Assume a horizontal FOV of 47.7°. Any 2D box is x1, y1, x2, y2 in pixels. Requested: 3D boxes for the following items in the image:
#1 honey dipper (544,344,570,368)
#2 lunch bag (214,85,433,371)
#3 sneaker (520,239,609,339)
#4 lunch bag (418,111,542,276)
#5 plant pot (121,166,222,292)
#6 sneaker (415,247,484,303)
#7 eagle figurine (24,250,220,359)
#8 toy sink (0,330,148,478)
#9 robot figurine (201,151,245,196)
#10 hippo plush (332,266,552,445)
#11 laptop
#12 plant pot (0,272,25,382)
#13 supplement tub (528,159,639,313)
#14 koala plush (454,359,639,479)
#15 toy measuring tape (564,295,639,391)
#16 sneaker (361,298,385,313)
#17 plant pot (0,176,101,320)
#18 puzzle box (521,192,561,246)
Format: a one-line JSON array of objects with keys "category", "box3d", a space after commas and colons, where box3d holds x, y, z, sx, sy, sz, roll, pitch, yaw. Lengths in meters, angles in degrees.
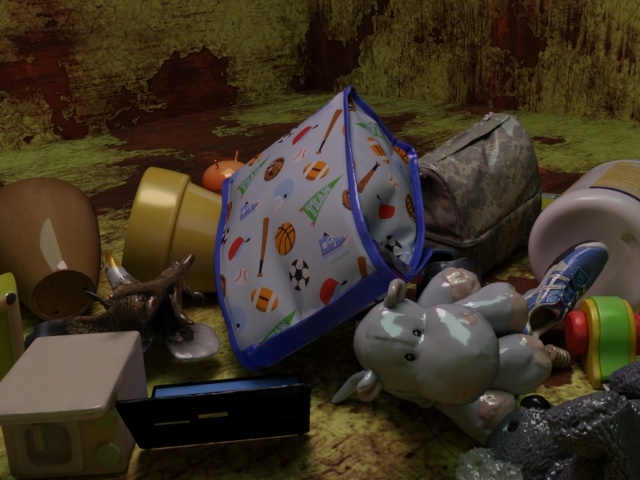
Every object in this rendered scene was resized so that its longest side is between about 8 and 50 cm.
[{"category": "honey dipper", "box3d": [0.318, 0.160, 1.093, 0.160, 0.030, 0.030, 24, 5, -32]}, {"category": "lunch bag", "box3d": [0.000, 0.000, 1.194, 0.328, 0.239, 0.385, -35, 34, 29]}, {"category": "sneaker", "box3d": [0.401, 0.090, 1.196, 0.080, 0.211, 0.081, 37, 13, -15]}, {"category": "lunch bag", "box3d": [0.313, -0.103, 1.513, 0.305, 0.256, 0.212, -31, 38, -30]}, {"category": "plant pot", "box3d": [-0.246, 0.002, 1.432, 0.239, 0.254, 0.254, 12, 20, -5]}, {"category": "sneaker", "box3d": [0.222, 0.116, 1.168, 0.131, 0.148, 0.350, -5, 21, -7]}, {"category": "eagle figurine", "box3d": [-0.323, 0.127, 1.202, 0.226, 0.298, 0.225, 24, 43, -37]}, {"category": "toy sink", "box3d": [-0.329, 0.228, 0.964, 0.152, 0.131, 0.234, -4, 16, -3]}, {"category": "robot figurine", "box3d": [-0.205, -0.089, 1.670, 0.158, 0.219, 0.128, -9, 22, -14]}, {"category": "hippo plush", "box3d": [0.143, 0.118, 0.942, 0.294, 0.234, 0.236, 11, -17, 26]}, {"category": "laptop", "box3d": [-0.136, 0.203, 0.995, 0.234, 0.264, 0.136, -5, 57, -5]}, {"category": "plant pot", "box3d": [-0.579, 0.150, 1.086, 0.207, 0.228, 0.227, 14, 25, 25]}, {"category": "supplement tub", "box3d": [0.553, -0.016, 1.350, 0.241, 0.241, 0.331, 11, 25, 33]}, {"category": "koala plush", "box3d": [0.276, 0.252, 0.816, 0.196, 0.203, 0.221, -11, -1, -45]}, {"category": "toy measuring tape", "box3d": [0.435, 0.164, 1.064, 0.121, 0.121, 0.330, 0, 21, 6]}, {"category": "sneaker", "box3d": [0.073, 0.056, 1.430, 0.145, 0.090, 0.270, 4, 24, 10]}, {"category": "plant pot", "box3d": [-0.526, 0.036, 1.411, 0.237, 0.237, 0.254, -13, 36, -25]}, {"category": "puzzle box", "box3d": [0.463, -0.059, 1.746, 0.409, 0.052, 0.272, 9, 23, 28]}]
